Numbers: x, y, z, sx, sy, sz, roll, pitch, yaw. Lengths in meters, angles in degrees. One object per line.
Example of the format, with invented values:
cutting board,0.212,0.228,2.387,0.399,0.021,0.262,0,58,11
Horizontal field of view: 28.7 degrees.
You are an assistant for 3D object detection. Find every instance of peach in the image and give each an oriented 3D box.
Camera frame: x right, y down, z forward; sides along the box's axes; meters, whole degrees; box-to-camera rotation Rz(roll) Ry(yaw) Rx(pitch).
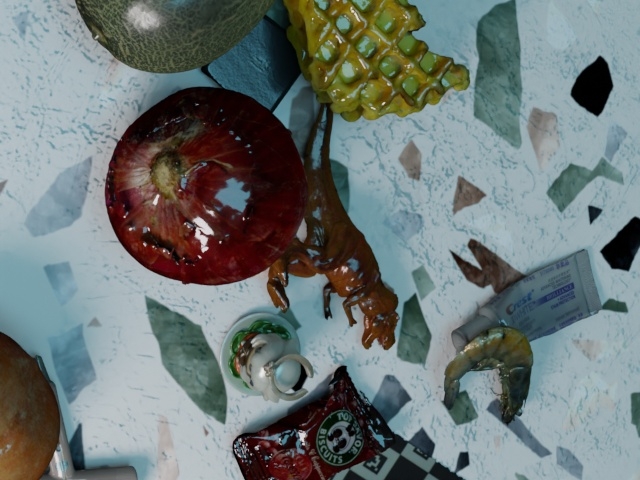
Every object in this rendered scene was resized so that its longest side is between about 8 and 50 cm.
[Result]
peach,-0.465,0.231,1.623,0.252,0.252,0.253,-3,100,-20

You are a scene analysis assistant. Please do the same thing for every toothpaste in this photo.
toothpaste,0.332,0.114,2.003,0.282,0.068,0.099,-21,133,-23

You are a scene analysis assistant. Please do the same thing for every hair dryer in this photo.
hair dryer,-0.356,0.269,1.774,0.195,0.053,0.221,0,92,-22

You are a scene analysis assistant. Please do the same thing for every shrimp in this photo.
shrimp,0.264,0.222,1.971,0.150,0.051,0.217,-17,129,-8

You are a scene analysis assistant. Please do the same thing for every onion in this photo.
onion,-0.155,-0.071,1.694,0.276,0.276,0.276,-3,100,-20

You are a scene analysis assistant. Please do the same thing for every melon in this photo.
melon,-0.173,-0.366,1.634,0.329,0.248,0.249,-44,110,-16

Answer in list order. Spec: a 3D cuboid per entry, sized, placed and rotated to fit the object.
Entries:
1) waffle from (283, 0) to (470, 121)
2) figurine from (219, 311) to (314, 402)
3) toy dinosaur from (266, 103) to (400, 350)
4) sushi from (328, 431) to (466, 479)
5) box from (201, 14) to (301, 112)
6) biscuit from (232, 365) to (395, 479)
waffle,0.081,-0.334,1.775,0.261,0.151,0.324,-9,97,-28
figurine,-0.064,0.180,1.807,0.132,0.153,0.132,-4,100,-21
toy dinosaur,0.000,0.000,1.836,0.208,0.097,0.432,-29,111,-29
sushi,0.123,0.514,1.980,0.359,0.064,0.343,36,85,-21
box,-0.092,-0.256,1.799,0.126,0.027,0.125,38,82,-20
biscuit,-0.012,0.305,1.896,0.235,0.063,0.151,-31,111,-15
